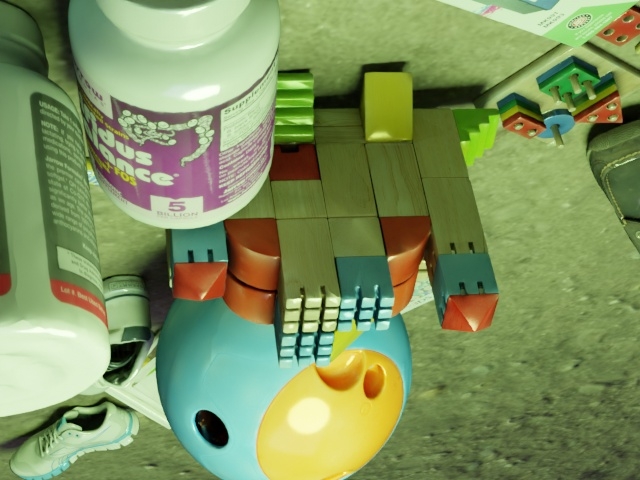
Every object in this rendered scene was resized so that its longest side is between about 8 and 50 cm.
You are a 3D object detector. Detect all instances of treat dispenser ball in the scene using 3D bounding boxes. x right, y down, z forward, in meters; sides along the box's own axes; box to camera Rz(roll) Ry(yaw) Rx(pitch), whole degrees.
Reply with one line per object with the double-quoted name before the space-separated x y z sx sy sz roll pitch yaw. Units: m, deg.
"treat dispenser ball" -0.041 0.141 1.669 0.288 0.288 0.288 -10 153 -5

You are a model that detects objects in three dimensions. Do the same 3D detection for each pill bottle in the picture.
"pill bottle" -0.118 -0.147 1.210 0.169 0.169 0.301 -8 153 -8
"pill bottle" -0.274 -0.033 1.200 0.176 0.318 0.176 -9 153 -5

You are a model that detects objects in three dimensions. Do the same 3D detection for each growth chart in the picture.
"growth chart" -0.170 0.171 1.903 0.237 0.021 0.172 -31 120 33

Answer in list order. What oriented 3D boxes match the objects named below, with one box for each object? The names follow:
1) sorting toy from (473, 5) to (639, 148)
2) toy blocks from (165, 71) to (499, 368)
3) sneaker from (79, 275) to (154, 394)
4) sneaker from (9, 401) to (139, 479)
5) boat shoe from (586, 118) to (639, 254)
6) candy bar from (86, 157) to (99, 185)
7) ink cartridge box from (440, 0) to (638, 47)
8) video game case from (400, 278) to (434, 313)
"sorting toy" 0.257 -0.142 1.514 0.274 0.046 0.132 -32 147 33
"toy blocks" 0.000 0.000 1.397 0.381 0.261 0.191 -1 139 -9
"sneaker" -0.263 0.140 1.789 0.094 0.091 0.258 -1 150 -19
"sneaker" -0.351 0.266 2.039 0.190 0.071 0.083 -26 145 7
"boat shoe" 0.412 -0.033 1.698 0.132 0.130 0.355 -25 151 23
"candy bar" -0.244 -0.069 1.477 0.161 0.018 0.040 6 148 -34
"ink cartridge box" 0.182 -0.255 1.214 0.212 0.093 0.154 13 144 -37
"video game case" 0.078 0.059 1.859 0.143 0.019 0.157 -26 150 25
